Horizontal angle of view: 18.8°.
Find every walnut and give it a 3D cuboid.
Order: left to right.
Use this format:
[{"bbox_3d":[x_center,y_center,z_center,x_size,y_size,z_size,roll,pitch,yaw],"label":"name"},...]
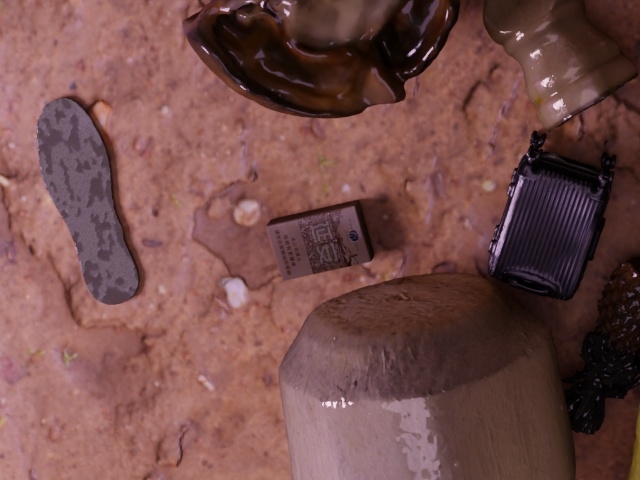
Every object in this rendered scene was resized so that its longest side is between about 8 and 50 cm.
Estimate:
[{"bbox_3d":[0.012,-0.219,1.540,0.204,0.141,0.238,18,109,-5],"label":"walnut"}]

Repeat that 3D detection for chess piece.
[{"bbox_3d":[0.168,-0.193,1.554,0.090,0.090,0.200,-32,88,19],"label":"chess piece"}]

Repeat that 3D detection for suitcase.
[{"bbox_3d":[0.192,-0.017,1.611,0.086,0.059,0.126,18,112,6],"label":"suitcase"}]

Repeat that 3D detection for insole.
[{"bbox_3d":[-0.206,-0.034,1.714,0.065,0.006,0.193,-13,105,15],"label":"insole"}]

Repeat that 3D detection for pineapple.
[{"bbox_3d":[0.248,0.091,1.627,0.074,0.074,0.159,27,112,2],"label":"pineapple"}]

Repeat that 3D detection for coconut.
[{"bbox_3d":[0.090,0.168,1.601,0.237,0.237,0.266,-5,102,13],"label":"coconut"}]

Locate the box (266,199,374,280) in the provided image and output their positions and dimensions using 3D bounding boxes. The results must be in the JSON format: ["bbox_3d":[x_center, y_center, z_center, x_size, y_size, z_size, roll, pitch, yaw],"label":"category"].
[{"bbox_3d":[0.000,0.000,1.673,0.083,0.024,0.053,-13,105,17],"label":"box"}]

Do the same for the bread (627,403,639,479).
[{"bbox_3d":[0.396,0.248,1.520,0.348,0.348,0.308,14,121,7],"label":"bread"}]
